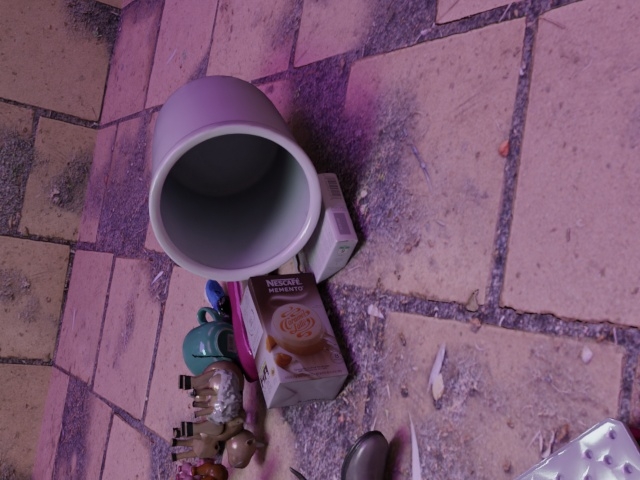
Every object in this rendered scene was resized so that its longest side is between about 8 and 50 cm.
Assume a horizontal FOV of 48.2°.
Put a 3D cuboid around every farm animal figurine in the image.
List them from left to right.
[{"bbox_3d":[-0.216,0.405,1.549,0.330,0.172,0.326,-163,73,-69],"label":"farm animal figurine"}]

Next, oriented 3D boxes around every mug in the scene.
[{"bbox_3d":[-0.248,0.241,1.662,0.097,0.129,0.158,-25,104,39],"label":"mug"}]

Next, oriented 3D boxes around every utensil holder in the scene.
[{"bbox_3d":[-0.194,-0.149,1.506,0.327,0.327,0.385,-63,23,20],"label":"utensil holder"}]

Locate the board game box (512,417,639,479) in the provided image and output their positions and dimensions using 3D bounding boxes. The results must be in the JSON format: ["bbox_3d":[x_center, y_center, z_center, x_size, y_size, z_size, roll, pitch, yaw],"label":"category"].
[{"bbox_3d":[0.320,0.479,0.860,0.390,0.050,0.390,-51,42,34],"label":"board game box"}]

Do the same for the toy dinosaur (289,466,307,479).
[{"bbox_3d":[-0.028,0.548,1.192,0.160,0.121,0.313,-40,72,42],"label":"toy dinosaur"}]

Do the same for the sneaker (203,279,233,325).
[{"bbox_3d":[-0.240,0.146,1.757,0.084,0.058,0.152,-50,47,43],"label":"sneaker"}]

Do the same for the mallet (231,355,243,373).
[{"bbox_3d":[-0.156,0.219,1.646,0.039,0.062,0.189,-26,44,48],"label":"mallet"}]

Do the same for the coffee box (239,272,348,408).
[{"bbox_3d":[-0.058,0.189,1.394,0.098,0.141,0.246,112,147,-44],"label":"coffee box"}]

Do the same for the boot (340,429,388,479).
[{"bbox_3d":[0.101,0.452,1.172,0.161,0.083,0.246,30,112,50],"label":"boot"}]

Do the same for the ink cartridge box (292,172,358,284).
[{"bbox_3d":[0.000,0.000,1.487,0.224,0.056,0.181,112,149,-48],"label":"ink cartridge box"}]

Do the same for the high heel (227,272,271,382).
[{"bbox_3d":[-0.177,0.129,1.624,0.181,0.127,0.377,-58,36,34],"label":"high heel"}]
